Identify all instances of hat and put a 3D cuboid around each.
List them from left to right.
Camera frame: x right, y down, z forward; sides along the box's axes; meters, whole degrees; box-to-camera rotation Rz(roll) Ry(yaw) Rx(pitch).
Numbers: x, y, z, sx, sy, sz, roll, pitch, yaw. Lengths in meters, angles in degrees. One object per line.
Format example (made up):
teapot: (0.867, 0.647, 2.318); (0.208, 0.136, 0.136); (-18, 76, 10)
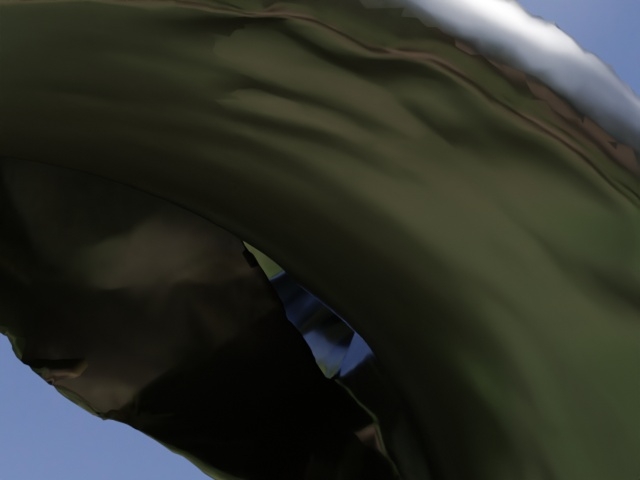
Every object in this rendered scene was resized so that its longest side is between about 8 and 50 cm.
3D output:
hat: (0.000, 0.000, 0.554); (0.366, 0.257, 0.382); (44, -40, -11)
